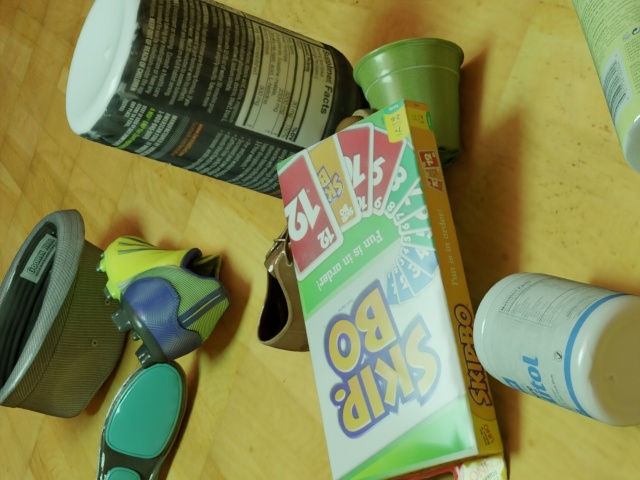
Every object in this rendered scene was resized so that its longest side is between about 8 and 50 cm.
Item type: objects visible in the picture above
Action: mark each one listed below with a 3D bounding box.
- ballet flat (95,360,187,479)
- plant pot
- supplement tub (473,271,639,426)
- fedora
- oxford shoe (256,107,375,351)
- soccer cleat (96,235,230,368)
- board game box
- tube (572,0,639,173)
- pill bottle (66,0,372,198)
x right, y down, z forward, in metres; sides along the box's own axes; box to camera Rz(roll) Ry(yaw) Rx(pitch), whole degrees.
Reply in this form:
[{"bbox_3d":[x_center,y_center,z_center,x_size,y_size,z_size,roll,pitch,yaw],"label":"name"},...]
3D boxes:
[{"bbox_3d":[-0.186,0.213,1.250,0.068,0.072,0.213,-164,93,-86],"label":"ballet flat"},{"bbox_3d":[0.071,-0.093,0.927,0.083,0.083,0.079,-35,58,51],"label":"plant pot"},{"bbox_3d":[0.141,0.058,0.704,0.107,0.071,0.071,13,87,64],"label":"supplement tub"},{"bbox_3d":[-0.303,0.106,1.466,0.243,0.124,0.276,-22,48,55],"label":"fedora"},{"bbox_3d":[0.000,0.000,0.950,0.076,0.076,0.212,54,137,50],"label":"oxford shoe"},{"bbox_3d":[-0.153,0.046,1.283,0.121,0.093,0.289,-32,18,-5],"label":"soccer cleat"},{"bbox_3d":[0.043,0.049,0.843,0.124,0.039,0.260,-24,72,39],"label":"board game box"},{"bbox_3d":[0.186,-0.139,0.751,0.070,0.062,0.240,-14,45,10],"label":"tube"},{"bbox_3d":[-0.061,-0.108,0.988,0.130,0.245,0.131,-37,44,48],"label":"pill bottle"}]
